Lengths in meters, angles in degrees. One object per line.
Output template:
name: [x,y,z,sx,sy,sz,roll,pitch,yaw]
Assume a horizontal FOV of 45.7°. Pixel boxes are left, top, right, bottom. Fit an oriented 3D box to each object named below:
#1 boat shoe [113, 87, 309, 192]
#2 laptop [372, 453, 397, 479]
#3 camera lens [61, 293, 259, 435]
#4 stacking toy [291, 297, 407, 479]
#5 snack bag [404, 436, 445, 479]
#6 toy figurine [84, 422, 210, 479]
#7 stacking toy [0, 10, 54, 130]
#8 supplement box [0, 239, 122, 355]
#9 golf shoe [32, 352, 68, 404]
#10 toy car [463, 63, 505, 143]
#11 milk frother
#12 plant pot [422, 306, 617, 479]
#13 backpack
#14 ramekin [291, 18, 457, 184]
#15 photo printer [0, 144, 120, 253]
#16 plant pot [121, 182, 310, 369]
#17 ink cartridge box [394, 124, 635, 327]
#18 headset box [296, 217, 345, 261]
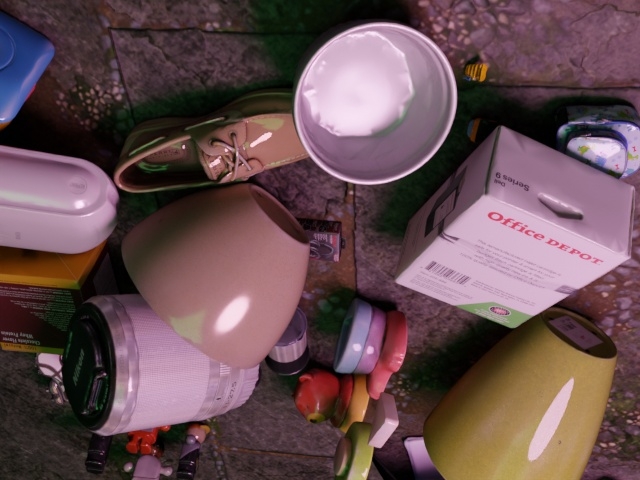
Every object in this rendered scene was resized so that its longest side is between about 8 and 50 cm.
boat shoe: [-0.137,-0.128,1.100,0.341,0.110,0.121,-10,127,19]
laptop: [0.338,0.580,1.551,0.408,0.236,0.381,-17,124,17]
camera lens: [-0.268,0.196,1.257,0.274,0.219,0.219,0,143,-39]
stacking toy: [0.034,0.266,1.298,0.131,0.279,0.308,17,127,-5]
snack bag: [0.358,0.510,1.598,0.343,0.037,0.323,-4,130,15]
toy figurine: [-0.365,0.426,1.604,0.213,0.148,0.209,-30,125,28]
stacking toy: [-0.520,-0.194,1.115,0.166,0.175,0.302,27,144,-16]
supplement box: [-0.473,0.091,1.340,0.192,0.129,0.194,4,130,7]
golf shoe: [-0.517,0.250,1.533,0.094,0.077,0.198,-7,134,-2]
toy car: [0.223,-0.187,1.041,0.041,0.060,0.122,27,128,49]
milk frother: [-0.095,0.192,1.329,0.129,0.143,0.134,19,151,13]
plant pot: [0.356,0.265,1.266,0.275,0.274,0.293,20,116,-6]
backpack: [0.374,-0.125,1.021,0.115,0.084,0.105,-3,132,10]
ramekin: [0.060,-0.186,0.977,0.207,0.109,0.207,-4,116,-9]
photo printer: [-0.461,-0.059,1.140,0.308,0.107,0.256,8,164,-19]
plant pot: [-0.127,0.024,1.151,0.191,0.284,0.284,-44,113,11]
ink cartridge box: [0.262,-0.005,1.063,0.211,0.121,0.289,23,151,-8]
headset box: [0.000,0.000,1.235,0.083,0.032,0.062,7,131,7]
